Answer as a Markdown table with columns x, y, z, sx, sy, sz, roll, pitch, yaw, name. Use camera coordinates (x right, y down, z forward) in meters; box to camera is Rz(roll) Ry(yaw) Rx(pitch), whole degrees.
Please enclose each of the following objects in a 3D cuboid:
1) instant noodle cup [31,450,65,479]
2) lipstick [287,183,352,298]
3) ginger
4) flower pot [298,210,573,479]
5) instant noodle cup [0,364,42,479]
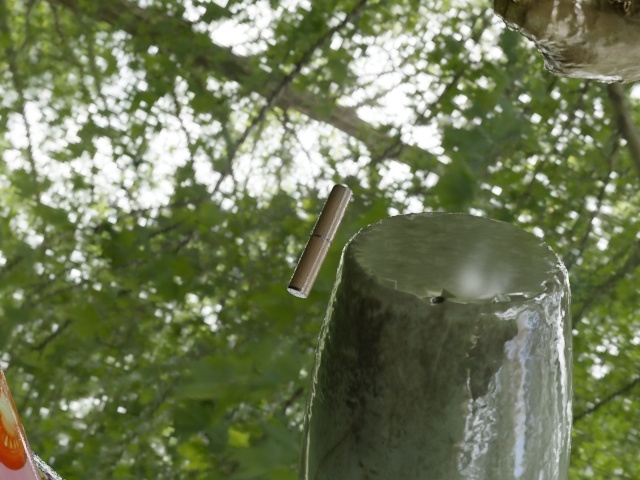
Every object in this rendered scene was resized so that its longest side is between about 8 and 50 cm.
| x | y | z | sx | sy | sz | roll | pitch | yaw | name |
| --- | --- | --- | --- | --- | --- | --- | --- | --- | --- |
| -0.291 | 0.290 | 0.823 | 0.251 | 0.190 | 0.251 | -56 | 169 | -16 | instant noodle cup |
| 0.000 | 0.000 | 0.757 | 0.019 | 0.019 | 0.094 | -9 | -127 | 60 | lipstick |
| 0.275 | -0.198 | 0.924 | 0.213 | 0.137 | 0.074 | -4 | -129 | 10 | ginger |
| 0.127 | 0.159 | 0.993 | 0.293 | 0.294 | 0.330 | -120 | -149 | -60 | flower pot |
| -0.270 | 0.174 | 0.569 | 0.243 | 0.231 | 0.243 | -16 | -161 | 6 | instant noodle cup |
